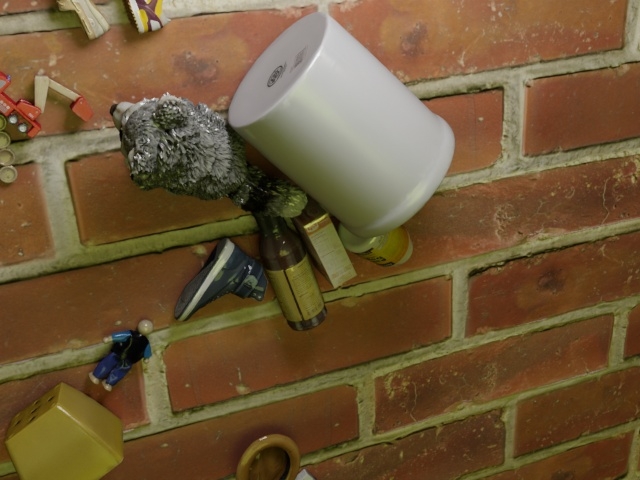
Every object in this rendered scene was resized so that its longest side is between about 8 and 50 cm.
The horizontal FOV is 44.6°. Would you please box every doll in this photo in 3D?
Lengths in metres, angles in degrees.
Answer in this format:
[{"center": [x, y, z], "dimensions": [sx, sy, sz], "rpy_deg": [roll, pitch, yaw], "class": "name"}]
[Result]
[{"center": [-0.461, 0.262, 1.832], "dimensions": [0.189, 0.046, 0.129], "rpy_deg": [-48, 121, 3], "class": "doll"}]

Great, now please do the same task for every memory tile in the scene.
[{"center": [-0.679, -0.182, 1.575], "dimensions": [0.113, 0.012, 0.148], "rpy_deg": [-11, 114, -18], "class": "memory tile"}]

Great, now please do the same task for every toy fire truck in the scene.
[{"center": [-0.567, -0.281, 1.559], "dimensions": [0.135, 0.047, 0.192], "rpy_deg": [-45, 120, 0], "class": "toy fire truck"}]

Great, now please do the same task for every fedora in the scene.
[{"center": [-0.147, 0.593, 2.082], "dimensions": [0.194, 0.079, 0.194], "rpy_deg": [-7, 107, -22], "class": "fedora"}]

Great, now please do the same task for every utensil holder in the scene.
[{"center": [0.040, -0.244, 1.673], "dimensions": [0.385, 0.327, 0.327], "rpy_deg": [37, 94, -28], "class": "utensil holder"}]

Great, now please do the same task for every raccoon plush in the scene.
[{"center": [-0.203, -0.173, 1.573], "dimensions": [0.446, 0.299, 0.216], "rpy_deg": [11, 93, -14], "class": "raccoon plush"}]

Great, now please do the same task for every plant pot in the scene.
[{"center": [-0.593, 0.454, 1.778], "dimensions": [0.212, 0.212, 0.187], "rpy_deg": [-37, 107, -5], "class": "plant pot"}]

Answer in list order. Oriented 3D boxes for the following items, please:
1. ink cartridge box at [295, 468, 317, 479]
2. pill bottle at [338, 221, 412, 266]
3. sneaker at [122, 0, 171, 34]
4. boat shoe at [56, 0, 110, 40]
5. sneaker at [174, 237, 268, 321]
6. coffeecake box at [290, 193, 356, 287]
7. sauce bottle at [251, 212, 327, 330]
[{"center": [-0.065, 0.700, 2.189], "dimensions": [0.115, 0.029, 0.063], "rpy_deg": [-43, 121, -2], "class": "ink cartridge box"}, {"center": [0.142, -0.004, 1.901], "dimensions": [0.117, 0.117, 0.215], "rpy_deg": [-56, 144, 7], "class": "pill bottle"}, {"center": [-0.355, -0.508, 1.546], "dimensions": [0.084, 0.069, 0.185], "rpy_deg": [-25, 125, -21], "class": "sneaker"}, {"center": [-0.480, -0.462, 1.510], "dimensions": [0.059, 0.063, 0.170], "rpy_deg": [-42, 121, -8], "class": "boat shoe"}, {"center": [-0.226, 0.128, 1.849], "dimensions": [0.163, 0.086, 0.226], "rpy_deg": [36, 93, -28], "class": "sneaker"}, {"center": [0.000, 0.000, 1.856], "dimensions": [0.068, 0.142, 0.185], "rpy_deg": [-30, 119, -8], "class": "coffeecake box"}, {"center": [-0.079, 0.053, 1.865], "dimensions": [0.111, 0.111, 0.344], "rpy_deg": [-24, 119, -12], "class": "sauce bottle"}]
